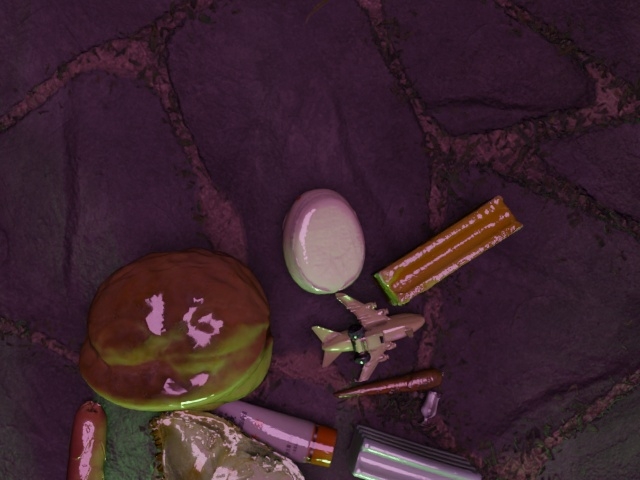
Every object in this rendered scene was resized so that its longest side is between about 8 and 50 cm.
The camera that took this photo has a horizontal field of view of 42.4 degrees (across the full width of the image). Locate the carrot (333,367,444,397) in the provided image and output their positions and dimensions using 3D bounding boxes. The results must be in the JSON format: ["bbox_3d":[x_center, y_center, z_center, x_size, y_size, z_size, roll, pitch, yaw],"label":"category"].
[{"bbox_3d":[0.154,0.326,1.852,0.255,0.049,0.049,-9,91,-1],"label":"carrot"}]

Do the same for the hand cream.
[{"bbox_3d":[-0.121,0.415,1.811,0.314,0.089,0.139,10,102,3],"label":"hand cream"}]

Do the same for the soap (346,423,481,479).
[{"bbox_3d":[0.198,0.492,1.796,0.266,0.160,0.087,18,90,-5],"label":"soap"}]

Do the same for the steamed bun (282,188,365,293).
[{"bbox_3d":[0.000,0.000,1.792,0.177,0.131,0.228,-12,100,-17],"label":"steamed bun"}]

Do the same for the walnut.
[{"bbox_3d":[-0.282,0.180,1.673,0.384,0.383,0.383,0,90,-5],"label":"walnut"}]

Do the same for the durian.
[{"bbox_3d":[-0.205,0.498,1.737,0.394,0.163,0.198,38,113,2],"label":"durian"}]

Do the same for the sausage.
[{"bbox_3d":[-0.508,0.564,1.776,0.088,0.088,0.432,2,90,-5],"label":"sausage"}]

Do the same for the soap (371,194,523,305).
[{"bbox_3d":[0.265,0.025,1.786,0.315,0.199,0.091,-33,90,-3],"label":"soap"}]

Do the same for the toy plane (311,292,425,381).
[{"bbox_3d":[0.111,0.207,1.806,0.244,0.092,0.229,-12,115,5],"label":"toy plane"}]

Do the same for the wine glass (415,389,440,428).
[{"bbox_3d":[0.243,0.379,1.859,0.042,0.039,0.083,20,86,-26],"label":"wine glass"}]
